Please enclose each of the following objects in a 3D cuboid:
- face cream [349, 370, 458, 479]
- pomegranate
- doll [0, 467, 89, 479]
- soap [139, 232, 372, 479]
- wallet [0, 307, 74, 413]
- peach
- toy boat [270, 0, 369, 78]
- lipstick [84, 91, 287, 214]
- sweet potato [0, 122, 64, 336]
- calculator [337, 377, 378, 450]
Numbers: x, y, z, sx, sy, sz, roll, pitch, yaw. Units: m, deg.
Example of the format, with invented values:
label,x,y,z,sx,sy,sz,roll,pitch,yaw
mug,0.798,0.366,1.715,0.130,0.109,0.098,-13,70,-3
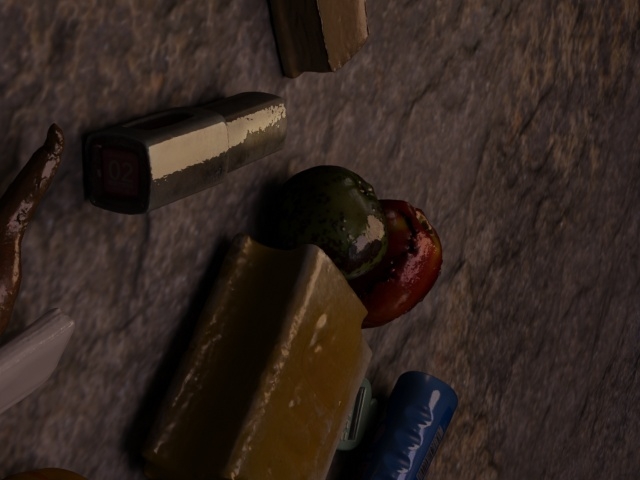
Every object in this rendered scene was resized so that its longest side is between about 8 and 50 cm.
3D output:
label,x,y,z,sx,sy,sz,roll,pitch,yaw
face cream,0.084,0.296,2.095,0.149,0.083,0.264,101,15,-69
pomegranate,0.010,-0.006,1.861,0.125,0.138,0.163,-25,146,-22
doll,-0.265,0.292,1.429,0.269,0.162,0.167,-27,90,-49
soap,-0.055,0.175,1.793,0.259,0.143,0.281,59,43,-52
wallet,-0.283,0.127,1.441,0.190,0.033,0.095,-37,160,-52
peach,0.065,0.029,2.001,0.172,0.127,0.092,-51,155,-1
toy boat,-0.003,-0.277,1.821,0.116,0.061,0.188,-46,135,-45
lipstick,-0.123,-0.092,1.645,0.253,0.079,0.077,-24,119,-55
sweet potato,-0.267,0.001,1.444,0.050,0.050,0.214,39,66,-57
calculator,0.030,0.209,2.056,0.153,0.021,0.095,18,83,-62
